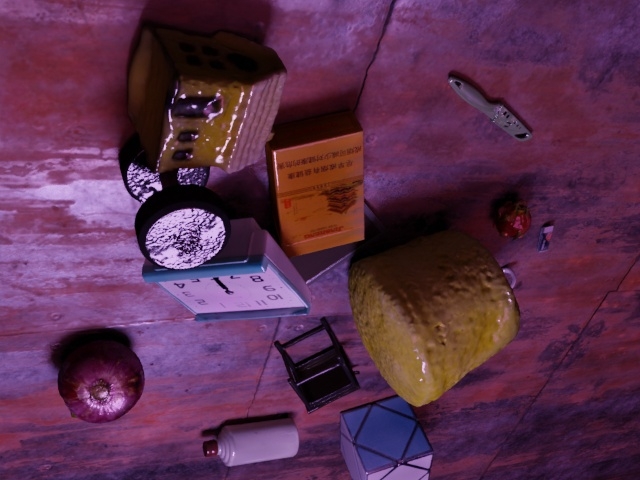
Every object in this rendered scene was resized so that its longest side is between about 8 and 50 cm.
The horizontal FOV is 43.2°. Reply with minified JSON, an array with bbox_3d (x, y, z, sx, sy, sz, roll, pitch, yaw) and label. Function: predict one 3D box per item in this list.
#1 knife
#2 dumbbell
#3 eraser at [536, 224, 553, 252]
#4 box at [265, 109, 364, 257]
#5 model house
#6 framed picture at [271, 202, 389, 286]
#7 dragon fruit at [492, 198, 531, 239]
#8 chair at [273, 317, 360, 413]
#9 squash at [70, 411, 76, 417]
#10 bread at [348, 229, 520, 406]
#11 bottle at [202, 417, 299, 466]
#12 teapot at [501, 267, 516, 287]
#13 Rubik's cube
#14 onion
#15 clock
[{"bbox_3d":[0.342,-0.261,1.607,0.043,0.020,0.293,-45,136,19],"label":"knife"},{"bbox_3d":[-0.245,-0.074,1.358,0.153,0.218,0.152,-13,137,-13],"label":"dumbbell"},{"bbox_3d":[0.548,-0.003,1.976,0.027,0.019,0.099,-15,137,-12],"label":"eraser"},{"bbox_3d":[-0.008,-0.102,1.543,0.174,0.076,0.274,-13,134,-9],"label":"box"},{"bbox_3d":[-0.172,-0.227,1.297,0.234,0.174,0.193,-8,136,-34],"label":"model house"},{"bbox_3d":[0.000,0.000,1.711,0.252,0.014,0.197,-34,138,10],"label":"framed picture"},{"bbox_3d":[0.437,-0.052,1.821,0.086,0.081,0.116,-26,156,-32],"label":"dragon fruit"},{"bbox_3d":[0.006,0.330,1.969,0.155,0.141,0.260,-26,136,2],"label":"chair"},{"bbox_3d":[-0.539,0.369,1.817,0.027,0.027,0.083,11,129,-34],"label":"squash"},{"bbox_3d":[0.239,0.153,1.752,0.308,0.348,0.348,-26,139,-10],"label":"bread"},{"bbox_3d":[-0.184,0.525,2.097,0.245,0.104,0.104,-1,133,-25],"label":"bottle"},{"bbox_3d":[0.383,0.155,2.007,0.245,0.116,0.159,-33,128,0],"label":"teapot"},{"bbox_3d":[0.179,0.587,2.265,0.205,0.205,0.207,-15,139,-12],"label":"Rubik's cube"},{"bbox_3d":[-0.457,0.293,1.693,0.177,0.153,0.177,-3,125,-5],"label":"onion"},{"bbox_3d":[-0.174,0.063,1.574,0.262,0.116,0.231,-5,149,23],"label":"clock"}]
